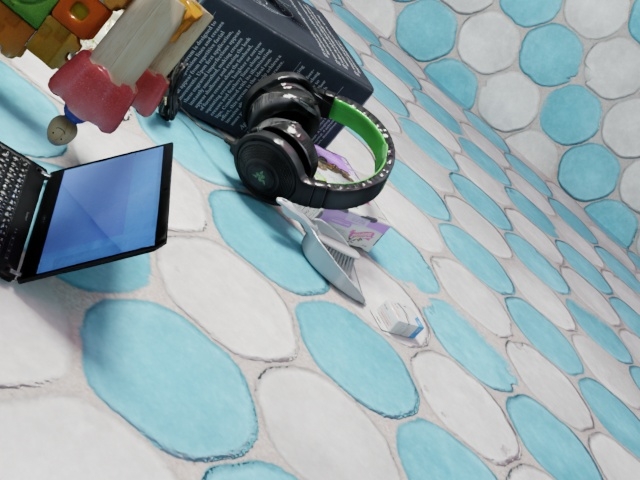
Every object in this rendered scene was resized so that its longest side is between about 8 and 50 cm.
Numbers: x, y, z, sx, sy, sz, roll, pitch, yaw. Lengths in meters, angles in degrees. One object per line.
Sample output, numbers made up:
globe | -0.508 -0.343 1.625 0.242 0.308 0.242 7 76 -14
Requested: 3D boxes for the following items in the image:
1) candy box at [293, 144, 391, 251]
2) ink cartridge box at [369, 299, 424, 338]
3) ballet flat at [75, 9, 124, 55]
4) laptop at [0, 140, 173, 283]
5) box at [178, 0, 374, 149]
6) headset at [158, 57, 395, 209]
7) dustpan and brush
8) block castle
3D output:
candy box | 0.012 -0.085 1.600 0.165 0.070 0.196 18 31 -44
ink cartridge box | 0.123 0.125 1.450 0.083 0.028 0.048 19 31 -44
ballet flat | -0.348 -0.334 1.456 0.091 0.077 0.241 29 25 -30
laptop | -0.306 -0.078 0.964 0.264 0.136 0.234 35 22 -25
box | -0.147 -0.352 1.645 0.395 0.212 0.293 23 28 -40
headset | -0.065 -0.188 1.460 0.394 0.185 0.243 11 47 -8
dustpan and brush | 0.000 0.000 1.434 0.211 0.060 0.147 30 25 -27
block castle | -0.360 -0.314 1.019 0.453 0.213 0.303 40 9 -8
